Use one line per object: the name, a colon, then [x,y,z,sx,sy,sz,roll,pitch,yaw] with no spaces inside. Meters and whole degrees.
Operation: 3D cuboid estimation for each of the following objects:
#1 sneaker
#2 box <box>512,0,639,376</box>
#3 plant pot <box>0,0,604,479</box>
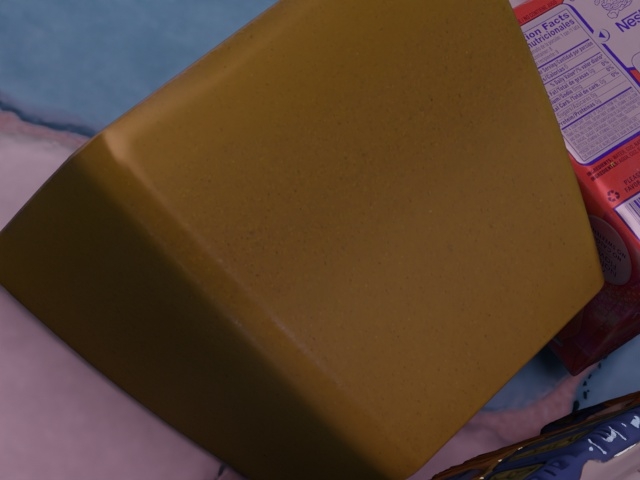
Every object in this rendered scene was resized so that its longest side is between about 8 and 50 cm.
sneaker: [0.133,0.139,0.613,0.296,0.112,0.131,-4,74,-58]
box: [0.217,-0.082,0.743,0.300,0.142,0.154,-31,73,-20]
plant pot: [0.000,0.000,0.650,0.212,0.212,0.187,-40,95,-26]
